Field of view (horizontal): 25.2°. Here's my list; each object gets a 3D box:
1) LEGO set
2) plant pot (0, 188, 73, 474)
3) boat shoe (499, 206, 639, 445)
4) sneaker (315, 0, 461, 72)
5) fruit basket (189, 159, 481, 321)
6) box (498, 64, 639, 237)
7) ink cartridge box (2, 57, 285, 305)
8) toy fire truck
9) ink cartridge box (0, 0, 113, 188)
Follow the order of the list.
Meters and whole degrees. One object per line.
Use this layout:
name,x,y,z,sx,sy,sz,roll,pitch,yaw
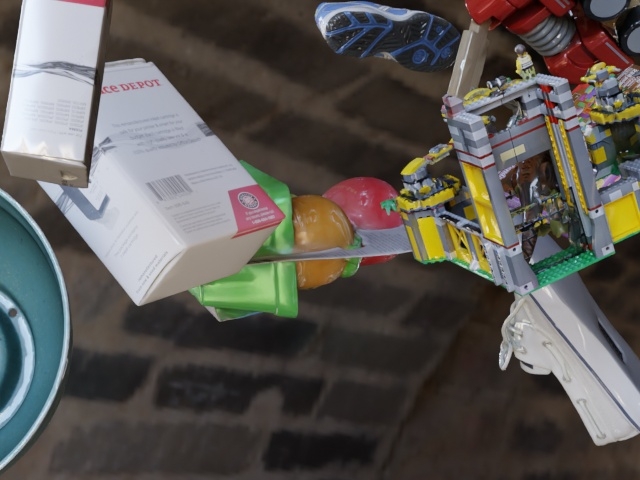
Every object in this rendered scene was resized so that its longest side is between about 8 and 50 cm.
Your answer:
LEGO set,0.211,-0.104,1.290,0.331,0.192,0.255,-21,19,-6
plant pot,-0.347,0.094,1.245,0.293,0.293,0.196,12,-13,3
boat shoe,0.293,0.129,1.873,0.367,0.156,0.136,50,24,-20
sneaker,0.089,-0.272,1.845,0.211,0.080,0.081,10,23,-31
fruit basket,0.000,0.000,1.713,0.353,0.165,0.327,0,11,-18
box,0.413,-0.142,2.158,0.201,0.293,0.057,32,-16,52
ink cartridge box,-0.165,-0.060,1.333,0.218,0.092,0.158,51,33,15
toy fire truck,0.257,-0.242,1.693,0.246,0.158,0.217,-36,-47,25
ink cartridge box,-0.175,-0.111,0.957,0.056,0.135,0.099,8,-9,-7
